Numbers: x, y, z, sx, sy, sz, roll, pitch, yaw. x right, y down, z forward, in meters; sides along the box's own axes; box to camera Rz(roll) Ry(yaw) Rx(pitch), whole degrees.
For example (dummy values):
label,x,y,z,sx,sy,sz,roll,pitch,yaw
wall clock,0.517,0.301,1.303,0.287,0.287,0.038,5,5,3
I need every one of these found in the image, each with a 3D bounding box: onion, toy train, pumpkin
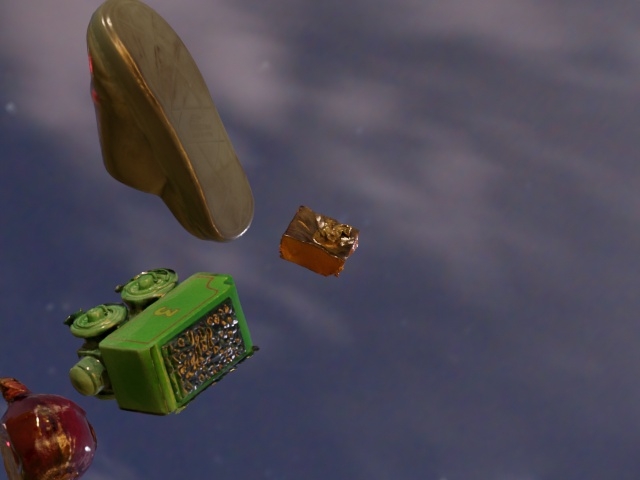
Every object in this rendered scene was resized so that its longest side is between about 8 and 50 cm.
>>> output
label,x,y,z,sx,sy,sz,roll,pitch,yaw
onion,-0.406,0.279,2.843,0.173,0.135,0.198,120,-43,-55
toy train,-0.206,0.128,2.522,0.188,0.243,0.132,4,-61,38
pumpkin,0.000,0.000,2.194,0.083,0.074,0.054,24,-57,0

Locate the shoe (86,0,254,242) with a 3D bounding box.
label,x,y,z,sx,sy,sz,roll,pitch,yaw
shoe,-0.153,-0.102,1.760,0.100,0.103,0.251,-17,-68,32
